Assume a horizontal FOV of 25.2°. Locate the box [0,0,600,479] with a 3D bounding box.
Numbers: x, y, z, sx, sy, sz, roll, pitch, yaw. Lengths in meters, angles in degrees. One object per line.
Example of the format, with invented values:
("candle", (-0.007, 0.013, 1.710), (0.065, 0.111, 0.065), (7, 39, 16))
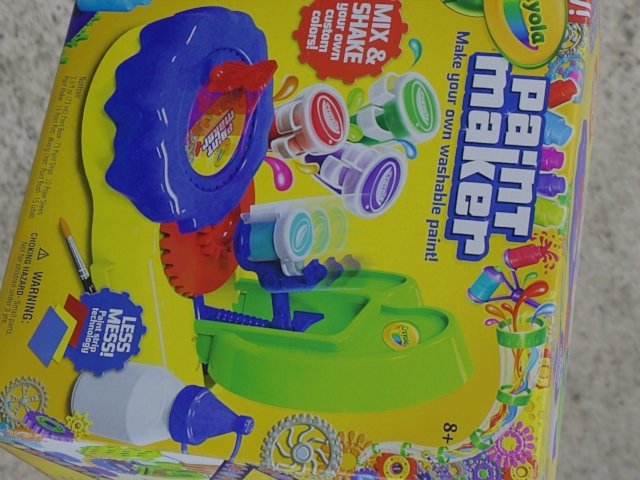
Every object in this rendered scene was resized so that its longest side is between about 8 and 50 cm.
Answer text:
("box", (0.000, 0.000, 0.783), (0.279, 0.290, 0.177), (5, 160, 13))
